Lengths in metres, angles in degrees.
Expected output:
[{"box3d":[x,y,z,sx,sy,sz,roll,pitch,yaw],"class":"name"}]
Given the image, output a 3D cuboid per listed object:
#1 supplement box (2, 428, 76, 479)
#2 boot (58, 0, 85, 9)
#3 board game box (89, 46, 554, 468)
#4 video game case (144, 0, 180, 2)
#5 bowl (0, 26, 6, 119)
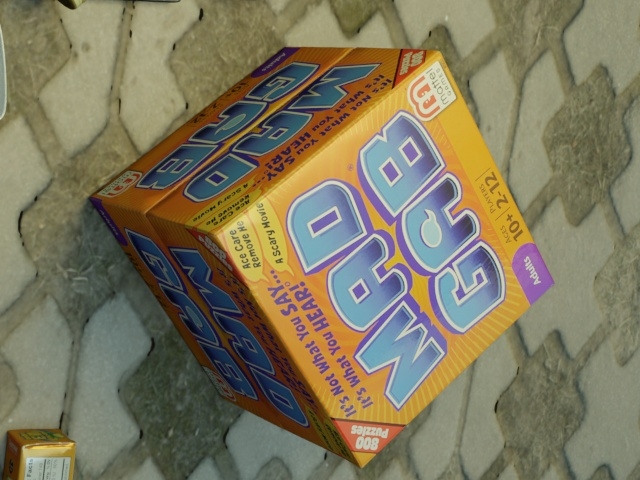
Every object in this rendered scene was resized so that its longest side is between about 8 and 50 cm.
[{"box3d":[-0.365,0.359,1.620,0.080,0.078,0.233,7,93,-30],"class":"supplement box"},{"box3d":[-0.283,-0.397,1.509,0.165,0.077,0.213,-34,112,-25],"class":"boot"},{"box3d":[0.000,0.000,1.627,0.356,0.356,0.356,-41,117,-21],"class":"board game box"},{"box3d":[-0.286,-0.435,1.566,0.248,0.035,0.274,-4,100,-32],"class":"video game case"},{"box3d":[-0.444,-0.199,1.493,0.142,0.053,0.142,-8,102,-32],"class":"bowl"}]
